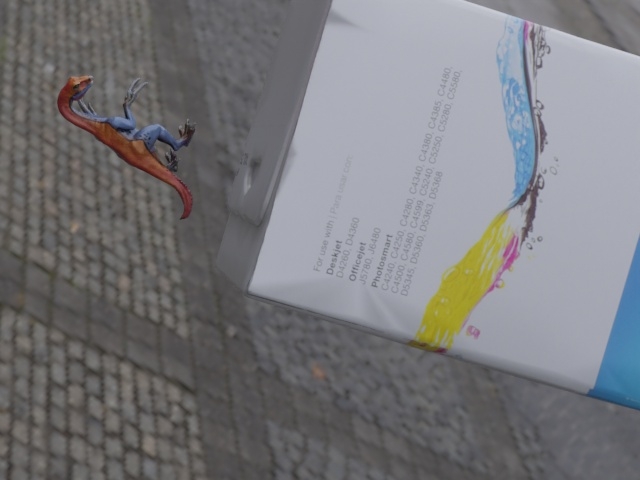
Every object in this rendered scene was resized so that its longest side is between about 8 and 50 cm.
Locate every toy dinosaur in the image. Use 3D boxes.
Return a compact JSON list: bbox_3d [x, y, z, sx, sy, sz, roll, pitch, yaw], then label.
[{"bbox_3d":[-0.114,-0.064,0.834,0.082,0.047,0.090,9,44,-39],"label":"toy dinosaur"}]

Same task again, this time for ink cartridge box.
[{"bbox_3d":[0.093,-0.030,0.884,0.270,0.197,0.198,16,1,-10],"label":"ink cartridge box"}]
